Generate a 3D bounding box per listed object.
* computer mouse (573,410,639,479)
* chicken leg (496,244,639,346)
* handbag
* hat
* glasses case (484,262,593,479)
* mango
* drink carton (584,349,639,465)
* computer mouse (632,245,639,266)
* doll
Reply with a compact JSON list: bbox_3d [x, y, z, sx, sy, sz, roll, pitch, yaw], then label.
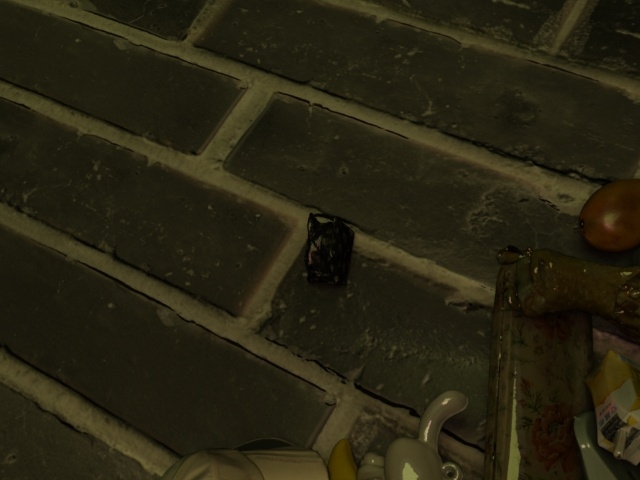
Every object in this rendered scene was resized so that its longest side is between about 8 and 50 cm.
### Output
[{"bbox_3d":[0.395,0.338,1.057,0.079,0.128,0.231,-36,80,23],"label":"computer mouse"},{"bbox_3d":[0.453,0.096,1.124,0.429,0.201,0.153,15,18,-6],"label":"chicken leg"},{"bbox_3d":[0.000,0.000,1.357,0.072,0.139,0.115,2,62,22],"label":"handbag"},{"bbox_3d":[-0.116,0.393,1.158,0.275,0.161,0.232,-11,63,4],"label":"hat"},{"bbox_3d":[0.323,0.214,1.161,0.156,0.098,0.425,20,61,-20],"label":"glasses case"},{"bbox_3d":[0.494,-0.047,1.296,0.111,0.089,0.163,39,66,15],"label":"mango"},{"bbox_3d":[0.399,0.230,1.034,0.074,0.084,0.200,30,27,-4],"label":"drink carton"},{"bbox_3d":[0.601,0.010,1.251,0.232,0.057,0.120,-35,67,-9],"label":"computer mouse"},{"bbox_3d":[0.125,0.362,1.143,0.237,0.111,0.252,-20,59,20],"label":"doll"}]
